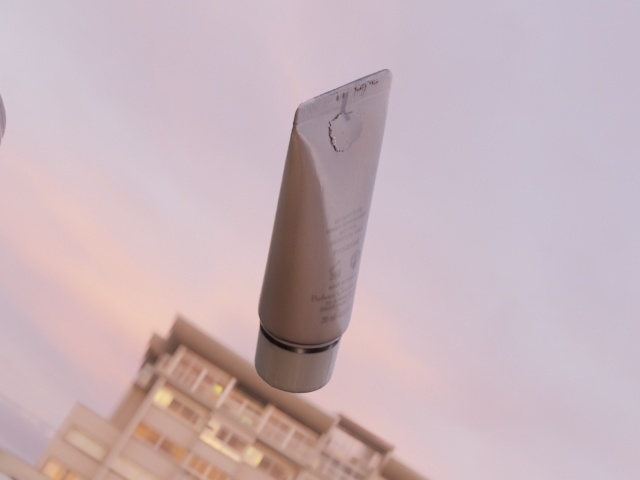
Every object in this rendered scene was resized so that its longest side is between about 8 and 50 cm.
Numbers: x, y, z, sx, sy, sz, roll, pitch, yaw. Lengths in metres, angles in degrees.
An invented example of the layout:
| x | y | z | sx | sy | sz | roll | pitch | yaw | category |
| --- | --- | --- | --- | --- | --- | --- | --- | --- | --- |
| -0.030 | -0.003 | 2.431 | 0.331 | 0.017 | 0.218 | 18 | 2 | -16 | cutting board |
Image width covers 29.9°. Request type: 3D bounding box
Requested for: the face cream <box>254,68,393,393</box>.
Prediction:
| x | y | z | sx | sy | sz | roll | pitch | yaw | category |
| --- | --- | --- | --- | --- | --- | --- | --- | --- | --- |
| 0.000 | 0.000 | 1.110 | 0.089 | 0.143 | 0.314 | 31 | -54 | 27 | face cream |

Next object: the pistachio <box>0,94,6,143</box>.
| x | y | z | sx | sy | sz | roll | pitch | yaw | category |
| --- | --- | --- | --- | --- | --- | --- | --- | --- | --- |
| -0.260 | -0.080 | 0.755 | 0.113 | 0.113 | 0.149 | 18 | -19 | 36 | pistachio |
